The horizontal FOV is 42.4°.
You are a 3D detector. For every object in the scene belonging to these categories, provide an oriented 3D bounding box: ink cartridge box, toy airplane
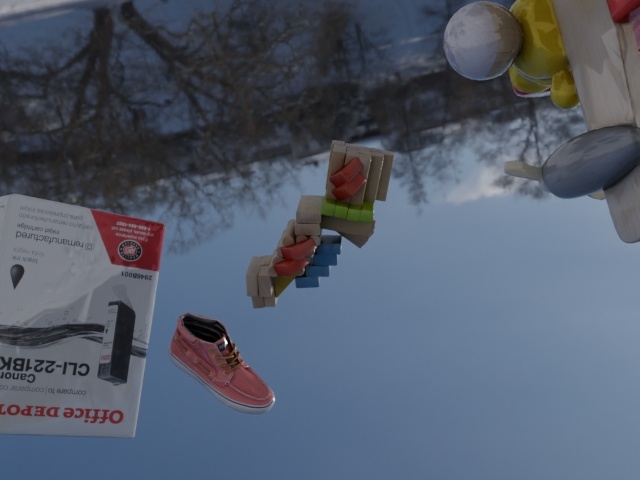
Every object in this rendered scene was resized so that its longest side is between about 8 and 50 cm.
[{"bbox_3d":[-0.316,0.097,1.001,0.197,0.272,0.114,12,173,-35],"label":"ink cartridge box"},{"bbox_3d":[0.271,-0.239,0.890,0.273,0.384,0.386,-13,-139,2],"label":"toy airplane"}]

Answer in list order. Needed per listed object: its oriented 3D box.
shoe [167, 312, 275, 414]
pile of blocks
[{"bbox_3d":[-0.138,0.174,1.177,0.178,0.081,0.063,31,-138,13],"label":"shoe"},{"bbox_3d":[0.000,0.000,1.376,0.362,0.149,0.112,-54,-171,21],"label":"pile of blocks"}]
